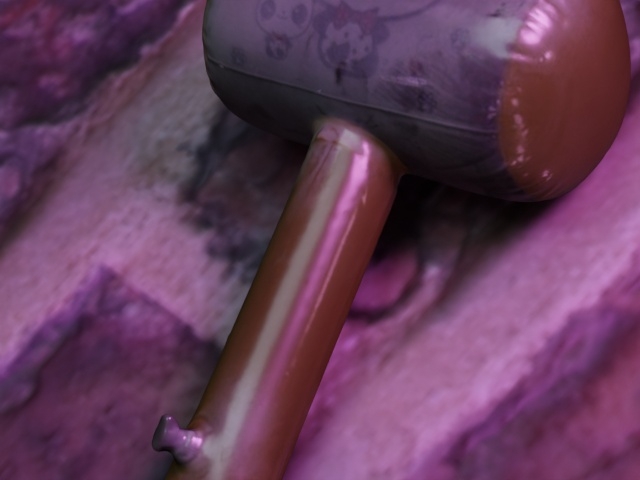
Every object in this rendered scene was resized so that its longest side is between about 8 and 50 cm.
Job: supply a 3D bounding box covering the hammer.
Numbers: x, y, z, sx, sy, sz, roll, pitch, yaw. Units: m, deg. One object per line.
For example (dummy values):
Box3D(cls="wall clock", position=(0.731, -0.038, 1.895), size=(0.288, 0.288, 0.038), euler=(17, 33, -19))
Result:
Box3D(cls="hammer", position=(0.000, 0.000, 0.832), size=(0.202, 0.113, 0.305), euler=(16, 74, 37))
